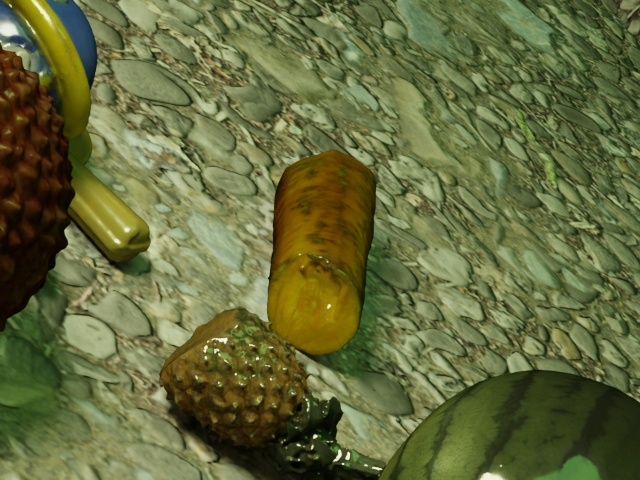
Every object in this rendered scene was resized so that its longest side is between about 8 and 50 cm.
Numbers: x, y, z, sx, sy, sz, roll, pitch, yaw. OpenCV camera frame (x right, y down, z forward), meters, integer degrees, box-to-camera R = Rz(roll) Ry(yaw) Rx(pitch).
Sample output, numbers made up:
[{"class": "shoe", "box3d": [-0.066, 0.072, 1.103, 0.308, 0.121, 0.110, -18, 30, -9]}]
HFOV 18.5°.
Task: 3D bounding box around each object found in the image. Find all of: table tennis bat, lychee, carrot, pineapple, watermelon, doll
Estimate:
[{"class": "table tennis bat", "box3d": [-0.285, -0.091, 1.944, 0.321, 0.050, 0.198, 42, 28, 20]}, {"class": "lychee", "box3d": [-0.321, -0.047, 1.551, 0.275, 0.304, 0.276, 4, 62, -8]}, {"class": "carrot", "box3d": [0.000, 0.000, 2.075, 0.114, 0.114, 0.302, 31, 26, -12]}, {"class": "pineapple", "box3d": [-0.025, 0.172, 1.753, 0.251, 0.125, 0.125, 44, 23, -8]}, {"class": "watermelon", "box3d": [0.182, 0.249, 1.658, 0.279, 0.279, 0.359, 40, 29, 8]}, {"class": "doll", "box3d": [-0.291, -0.128, 1.806, 0.242, 0.159, 0.311, -23, 67, -40]}]
